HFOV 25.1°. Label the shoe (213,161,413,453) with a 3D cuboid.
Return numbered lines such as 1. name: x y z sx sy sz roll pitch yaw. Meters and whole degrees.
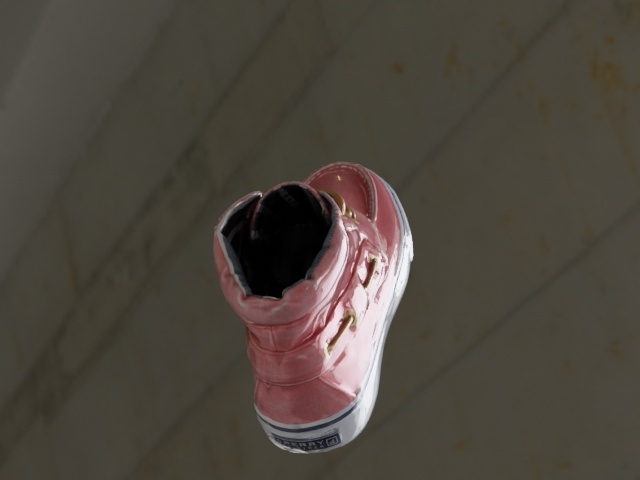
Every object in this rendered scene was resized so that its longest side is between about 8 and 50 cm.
1. shoe: 0.000 0.000 0.609 0.178 0.063 0.081 -79 160 -52
